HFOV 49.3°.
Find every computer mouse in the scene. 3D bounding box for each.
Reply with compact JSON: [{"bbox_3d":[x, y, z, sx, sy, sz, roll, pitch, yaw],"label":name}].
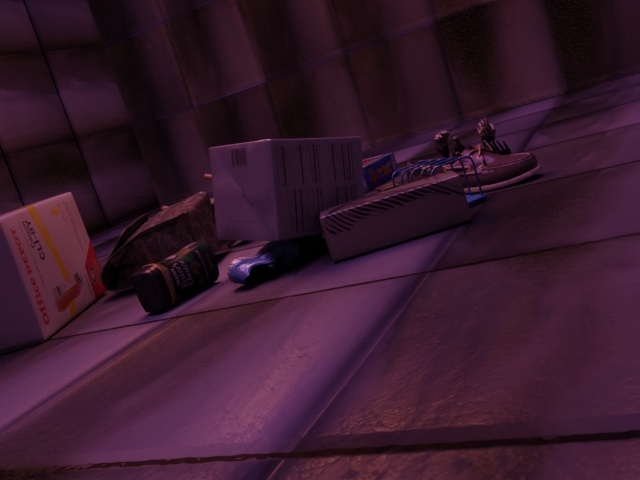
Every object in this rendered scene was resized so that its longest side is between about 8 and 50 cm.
[{"bbox_3d":[0.000,0.000,1.513,0.071,0.041,0.242,-10,8,-44],"label":"computer mouse"}]

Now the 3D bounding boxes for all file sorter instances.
[{"bbox_3d":[0.246,-0.115,1.489,0.118,0.105,0.170,-22,12,-22],"label":"file sorter"}]

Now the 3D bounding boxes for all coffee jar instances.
[{"bbox_3d":[-0.297,0.075,1.430,0.079,0.096,0.184,-13,12,38],"label":"coffee jar"}]

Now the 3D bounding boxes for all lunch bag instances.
[{"bbox_3d":[-0.405,0.013,1.757,0.286,0.169,0.235,-24,13,11],"label":"lunch bag"}]

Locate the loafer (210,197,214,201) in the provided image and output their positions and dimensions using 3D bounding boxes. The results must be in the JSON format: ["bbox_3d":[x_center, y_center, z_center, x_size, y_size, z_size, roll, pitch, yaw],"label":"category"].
[{"bbox_3d":[-0.407,-0.099,2.479,0.319,0.112,0.111,-17,2,-1],"label":"loafer"}]

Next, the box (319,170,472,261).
[{"bbox_3d":[0.140,-0.049,1.343,0.275,0.094,0.113,-18,9,3],"label":"box"}]

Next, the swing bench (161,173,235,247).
[{"bbox_3d":[-0.266,-0.093,1.996,0.254,0.165,0.253,-8,22,29],"label":"swing bench"}]

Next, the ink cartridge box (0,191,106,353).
[{"bbox_3d":[-0.668,0.065,1.603,0.160,0.279,0.385,-16,11,7],"label":"ink cartridge box"}]

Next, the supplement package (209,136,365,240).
[{"bbox_3d":[-0.065,-0.112,1.472,0.199,0.198,0.262,1,8,45],"label":"supplement package"}]

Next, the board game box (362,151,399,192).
[{"bbox_3d":[0.052,-0.191,2.280,0.347,0.078,0.233,-11,12,33],"label":"board game box"}]

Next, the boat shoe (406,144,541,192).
[{"bbox_3d":[0.340,-0.164,1.601,0.324,0.097,0.116,-9,14,41],"label":"boat shoe"}]

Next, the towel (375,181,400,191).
[{"bbox_3d":[0.197,-0.157,2.052,0.060,0.010,0.083,-18,11,-8],"label":"towel"}]

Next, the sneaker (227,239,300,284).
[{"bbox_3d":[-0.100,0.051,1.377,0.162,0.064,0.073,-28,33,-31],"label":"sneaker"}]

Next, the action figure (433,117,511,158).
[{"bbox_3d":[0.386,-0.236,1.795,0.164,0.141,0.276,-22,14,-4],"label":"action figure"}]
